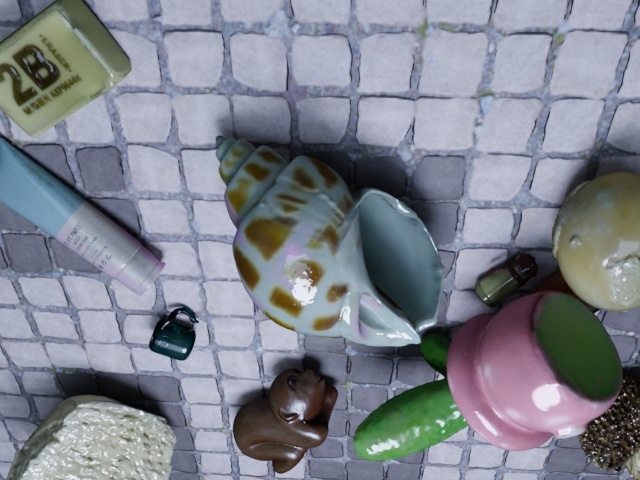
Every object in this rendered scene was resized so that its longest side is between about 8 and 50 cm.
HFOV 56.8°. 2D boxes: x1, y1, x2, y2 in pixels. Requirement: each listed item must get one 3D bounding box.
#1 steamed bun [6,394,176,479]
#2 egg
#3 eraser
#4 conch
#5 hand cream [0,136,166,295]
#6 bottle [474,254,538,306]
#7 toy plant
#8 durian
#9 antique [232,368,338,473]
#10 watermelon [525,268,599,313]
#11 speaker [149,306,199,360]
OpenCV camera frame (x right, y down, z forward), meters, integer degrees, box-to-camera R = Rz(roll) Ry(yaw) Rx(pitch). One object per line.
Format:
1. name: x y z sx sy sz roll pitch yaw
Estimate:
1. steamed bun: -0.430 0.429 1.162 0.272 0.273 0.290 -51 120 -14
2. egg: 0.399 0.003 0.802 0.164 0.164 0.202 -6 122 9
3. eraser: -0.347 -0.222 0.763 0.172 0.058 0.117 -24 121 20
4. conch: 0.001 0.001 0.817 0.249 0.197 0.368 -39 116 -13
5. hand cream: -0.388 -0.031 0.918 0.312 0.070 0.111 41 122 -13
6. bottle: 0.294 0.059 0.924 0.101 0.047 0.063 -41 155 25
7. toy plant: 0.251 0.223 0.910 0.316 0.211 0.356 -7 161 -35
8. durian: 0.552 0.325 1.028 0.195 0.167 0.196 -3 114 -6
9. antique: -0.070 0.333 1.116 0.143 0.121 0.257 33 130 -8
10. watermelon: 0.408 0.086 0.915 0.087 0.069 0.163 36 120 -21
11. speaker: -0.254 0.164 1.039 0.075 0.060 0.095 20 125 -11
